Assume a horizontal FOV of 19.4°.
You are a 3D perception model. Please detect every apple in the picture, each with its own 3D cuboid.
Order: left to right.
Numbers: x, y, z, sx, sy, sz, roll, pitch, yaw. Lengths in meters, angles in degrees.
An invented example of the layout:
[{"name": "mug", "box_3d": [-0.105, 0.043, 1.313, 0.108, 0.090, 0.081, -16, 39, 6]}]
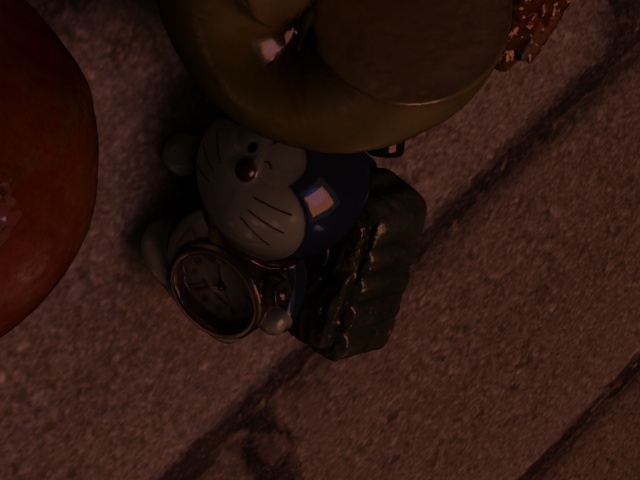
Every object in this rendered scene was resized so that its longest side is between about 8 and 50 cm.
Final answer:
[{"name": "apple", "box_3d": [-0.295, -0.053, 1.259, 0.301, 0.301, 0.301, -33, 142, -30]}, {"name": "apple", "box_3d": [-0.003, -0.219, 1.540, 0.295, 0.233, 0.258, 46, 48, -25]}]

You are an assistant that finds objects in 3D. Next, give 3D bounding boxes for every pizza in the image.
[{"name": "pizza", "box_3d": [0.226, -0.311, 1.909, 0.161, 0.085, 0.305, -10, 126, -47]}]

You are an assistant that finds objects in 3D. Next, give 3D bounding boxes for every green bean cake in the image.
[{"name": "green bean cake", "box_3d": [0.000, 0.000, 1.811, 0.094, 0.183, 0.185, -13, 131, -45]}]

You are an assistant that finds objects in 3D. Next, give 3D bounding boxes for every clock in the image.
[{"name": "clock", "box_3d": [-0.059, -0.032, 1.693, 0.146, 0.199, 0.243, -35, 168, -48]}]

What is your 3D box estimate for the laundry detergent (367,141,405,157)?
[{"name": "laundry detergent", "box_3d": [0.069, -0.190, 1.765, 0.099, 0.070, 0.226, -11, 109, -60]}]
